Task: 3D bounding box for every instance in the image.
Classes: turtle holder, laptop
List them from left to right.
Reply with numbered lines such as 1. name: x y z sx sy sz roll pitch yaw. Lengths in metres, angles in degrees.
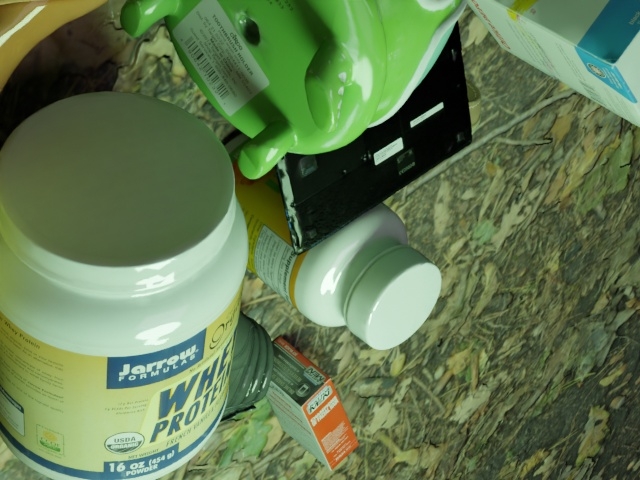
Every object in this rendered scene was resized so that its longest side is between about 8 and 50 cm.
1. laptop: 0.004 -0.167 1.474 0.234 0.136 0.264 -33 132 -26
2. turtle holder: 0.004 -0.224 1.238 0.227 0.243 0.320 -35 153 -31

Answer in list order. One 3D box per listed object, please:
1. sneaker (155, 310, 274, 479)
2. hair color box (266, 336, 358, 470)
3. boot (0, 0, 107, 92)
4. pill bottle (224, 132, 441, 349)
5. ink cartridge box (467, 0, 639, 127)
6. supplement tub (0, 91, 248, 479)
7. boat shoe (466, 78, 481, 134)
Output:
1. sneaker: -0.148 0.197 1.710 0.147 0.104 0.295 23 99 -51
2. hair color box: -0.017 0.197 1.884 0.053 0.093 0.167 -43 147 -15
3. boot: -0.277 -0.119 1.247 0.283 0.109 0.220 -30 143 -34
4. pill bottle: 0.000 0.000 1.572 0.136 0.246 0.136 -32 143 -28
5. ink cartridge box: 0.295 -0.263 1.694 0.168 0.233 0.171 -53 147 -2
6. supplement tub: -0.183 0.047 1.377 0.228 0.228 0.316 -31 151 -29
7. boat shoe: 0.061 -0.168 1.601 0.341 0.122 0.110 -1 123 -49
